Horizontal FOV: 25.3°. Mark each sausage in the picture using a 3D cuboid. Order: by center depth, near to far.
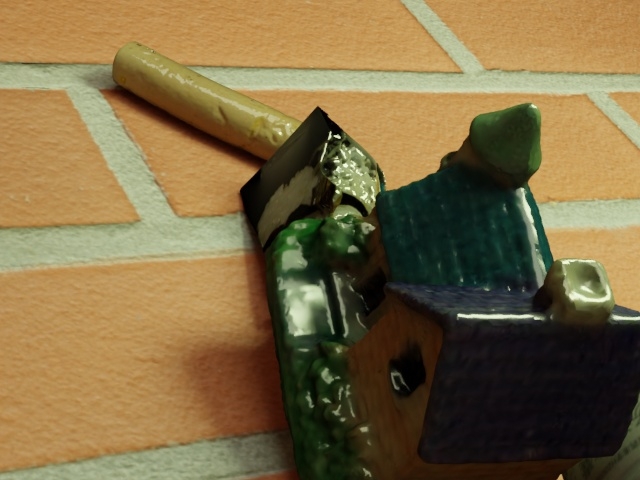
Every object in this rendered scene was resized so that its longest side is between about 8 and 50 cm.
[{"bbox_3d":[-0.097,-0.141,1.634,0.301,0.066,0.066,25,34,5],"label":"sausage"}]

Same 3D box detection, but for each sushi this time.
[{"bbox_3d":[0.013,-0.006,1.473,0.109,0.134,0.273,33,22,-29],"label":"sushi"}]

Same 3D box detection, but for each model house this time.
[{"bbox_3d":[0.121,0.057,1.221,0.245,0.280,0.312,5,58,-25],"label":"model house"}]

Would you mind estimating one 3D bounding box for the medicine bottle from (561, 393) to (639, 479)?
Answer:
[{"bbox_3d":[0.348,0.236,1.215,0.245,0.245,0.306,10,37,-19],"label":"medicine bottle"}]
